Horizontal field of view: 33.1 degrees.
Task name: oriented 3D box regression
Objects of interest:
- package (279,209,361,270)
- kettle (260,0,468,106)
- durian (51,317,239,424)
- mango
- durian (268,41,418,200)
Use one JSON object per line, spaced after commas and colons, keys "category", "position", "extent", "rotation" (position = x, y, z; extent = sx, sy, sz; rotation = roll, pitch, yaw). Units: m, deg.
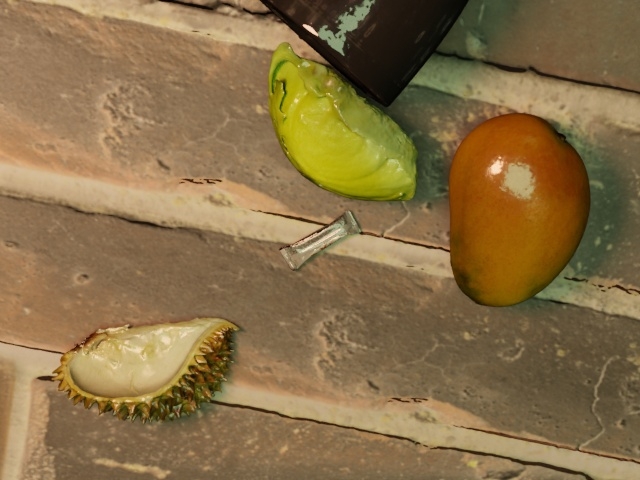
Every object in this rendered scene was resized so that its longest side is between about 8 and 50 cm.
{"category": "package", "position": [0.000, 0.000, 1.443], "extent": [0.110, 0.015, 0.037], "rotation": [-30, 104, 10]}
{"category": "kettle", "position": [0.068, -0.349, 1.268], "extent": [0.268, 0.207, 0.290], "rotation": [41, 96, 17]}
{"category": "durian", "position": [-0.232, 0.182, 1.469], "extent": [0.252, 0.144, 0.139], "rotation": [-7, 68, 9]}
{"category": "mango", "position": [0.252, -0.036, 1.371], "extent": [0.176, 0.139, 0.254], "rotation": [1, 114, 13]}
{"category": "durian", "position": [0.022, -0.137, 1.352], "extent": [0.250, 0.101, 0.139], "rotation": [40, 125, -9]}
